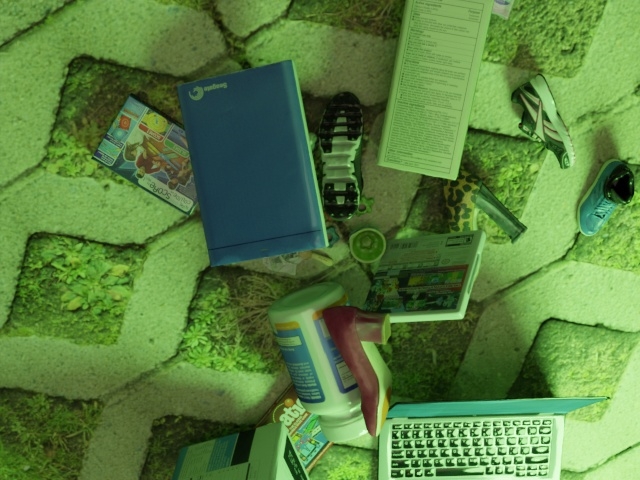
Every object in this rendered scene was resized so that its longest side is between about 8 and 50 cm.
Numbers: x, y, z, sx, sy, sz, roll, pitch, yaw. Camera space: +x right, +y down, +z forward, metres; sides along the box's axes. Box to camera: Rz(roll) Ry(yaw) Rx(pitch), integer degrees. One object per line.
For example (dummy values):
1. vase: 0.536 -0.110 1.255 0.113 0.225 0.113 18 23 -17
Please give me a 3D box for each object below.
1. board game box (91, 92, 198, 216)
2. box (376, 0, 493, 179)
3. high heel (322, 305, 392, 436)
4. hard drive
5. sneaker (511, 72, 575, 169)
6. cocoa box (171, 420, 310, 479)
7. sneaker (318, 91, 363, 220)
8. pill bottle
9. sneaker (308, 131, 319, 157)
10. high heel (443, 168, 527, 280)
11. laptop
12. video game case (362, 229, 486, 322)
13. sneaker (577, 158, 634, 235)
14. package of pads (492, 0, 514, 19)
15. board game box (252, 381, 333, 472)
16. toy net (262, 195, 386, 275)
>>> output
1. board game box: -0.286 -0.151 1.622 0.201 0.035 0.136 32 103 -13
2. box: 0.196 -0.275 1.551 0.147 0.121 0.311 13 108 8
3. high heel: 0.061 0.231 1.605 0.117 0.082 0.244 6 116 19
4. hard drive: -0.117 -0.129 1.558 0.210 0.040 0.319 -10 93 15
5. sneaker: 0.398 -0.207 1.638 0.077 0.072 0.178 -23 100 17
6. cocoa box: -0.125 0.568 1.738 0.227 0.231 0.347 -17 114 12
7. sneaker: 0.039 -0.144 1.623 0.078 0.106 0.234 0 83 5
8. pill bottle: 0.015 0.227 1.687 0.152 0.152 0.272 -19 101 3
9. sneaker: -0.110 -0.089 1.636 0.115 0.105 0.281 31 102 10
10. high heel: 0.229 -0.001 1.691 0.186 0.093 0.261 44 108 1
11. laptop: 0.311 0.431 1.744 0.381 0.236 0.408 -1 108 -3
12. video game case: 0.181 0.065 1.606 0.201 0.183 0.023 -7 136 36
13. sneaker: 0.526 -0.071 1.672 0.058 0.084 0.152 21 106 -10
14. package of pads: 0.313 -0.428 1.570 0.050 0.032 0.083 16 106 -11
15. board game box: -0.053 0.388 1.817 0.145 0.027 0.281 36 103 -12
16. toy net: 0.000 0.000 1.683 0.232 0.045 0.122 -15 109 2
